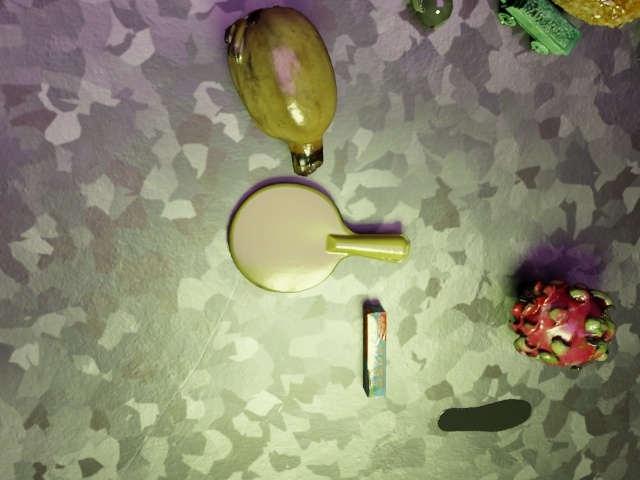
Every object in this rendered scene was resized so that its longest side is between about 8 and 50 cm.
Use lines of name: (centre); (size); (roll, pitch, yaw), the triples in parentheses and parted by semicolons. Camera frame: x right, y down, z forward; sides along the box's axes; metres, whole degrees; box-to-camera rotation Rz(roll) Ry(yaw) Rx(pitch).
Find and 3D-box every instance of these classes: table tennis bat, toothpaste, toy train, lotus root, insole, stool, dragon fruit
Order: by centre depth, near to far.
lotus root: (-0.055, -0.261, 1.178); (0.183, 0.183, 0.310); (-22, 111, -5)
stool: (0.251, -0.511, 1.204); (0.139, 0.153, 0.228); (5, 146, -15)
toy train: (0.421, -0.423, 1.270); (0.172, 0.099, 0.070); (34, 93, -17)
table tennis bat: (0.000, 0.000, 1.324); (0.368, 0.054, 0.224); (4, 102, -8)
toothpaste: (0.117, 0.239, 1.394); (0.044, 0.070, 0.193); (-3, 105, -8)
dragon fruit: (0.519, 0.182, 1.408); (0.218, 0.273, 0.198); (-42, 63, 6)
insole: (0.381, 0.411, 1.524); (0.232, 0.003, 0.080); (-3, 104, -10)

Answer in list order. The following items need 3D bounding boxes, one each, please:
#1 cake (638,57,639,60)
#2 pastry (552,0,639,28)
cake: (0.789, -0.500, 1.217); (0.293, 0.314, 0.307); (-23, 105, -6)
pastry: (0.474, -0.511, 1.161); (0.184, 0.284, 0.316); (-40, 116, -2)
